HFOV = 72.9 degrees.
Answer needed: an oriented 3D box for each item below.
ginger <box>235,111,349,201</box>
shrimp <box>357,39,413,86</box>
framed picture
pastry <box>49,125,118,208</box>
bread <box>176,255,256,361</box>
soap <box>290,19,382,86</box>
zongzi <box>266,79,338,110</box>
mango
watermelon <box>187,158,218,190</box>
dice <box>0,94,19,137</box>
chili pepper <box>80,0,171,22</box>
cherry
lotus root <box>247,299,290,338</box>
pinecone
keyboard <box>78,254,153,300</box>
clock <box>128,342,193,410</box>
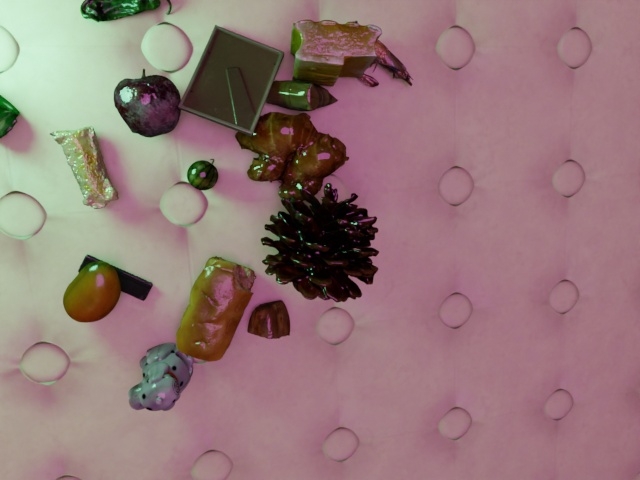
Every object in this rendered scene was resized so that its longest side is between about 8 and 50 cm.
[{"bbox_3d":[-0.105,-0.290,1.444,0.358,0.152,0.274,31,111,-14],"label":"ginger"},{"bbox_3d":[0.209,-0.597,1.510,0.251,0.052,0.143,32,102,-7],"label":"shrimp"},{"bbox_3d":[-0.273,-0.505,1.360,0.241,0.020,0.324,18,74,-8],"label":"framed picture"},{"bbox_3d":[-0.716,-0.227,1.347,0.122,0.089,0.258,-20,104,-4],"label":"pastry"},{"bbox_3d":[-0.354,0.230,1.468,0.195,0.149,0.343,21,94,-15],"label":"bread"},{"bbox_3d":[0.037,-0.577,1.341,0.260,0.281,0.142,-1,97,-3],"label":"soap"},{"bbox_3d":[-0.070,-0.492,1.466,0.205,0.204,0.094,15,113,25],"label":"zongzi"},{"bbox_3d":[-0.720,0.168,1.384,0.151,0.120,0.221,40,104,-18],"label":"mango"},{"bbox_3d":[-0.382,-0.217,1.419,0.109,0.109,0.108,-2,99,-12],"label":"watermelon"},{"bbox_3d":[-0.970,-0.365,1.249,0.128,0.131,0.120,-46,105,0],"label":"dice"},{"bbox_3d":[-0.588,-0.717,1.308,0.257,0.074,0.100,-16,105,-4],"label":"chili pepper"},{"bbox_3d":[-0.517,-0.409,1.319,0.195,0.195,0.195,-2,99,-12],"label":"cherry"},{"bbox_3d":[-0.180,0.290,1.548,0.160,0.095,0.135,-4,96,-17],"label":"lotus root"},{"bbox_3d":[0.000,0.000,1.380,0.398,0.398,0.397,-2,99,-12],"label":"pinecone"},{"bbox_3d":[-0.682,0.124,1.448,0.231,0.023,0.072,28,99,-14],"label":"keyboard"},{"bbox_3d":[-0.521,0.471,1.423,0.189,0.254,0.188,-2,102,-7],"label":"clock"}]
